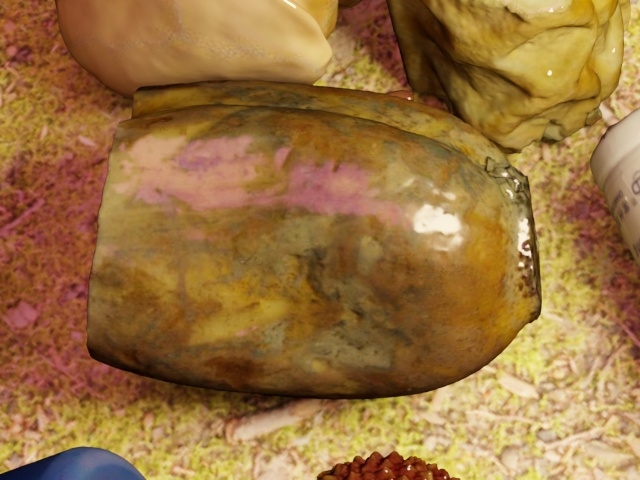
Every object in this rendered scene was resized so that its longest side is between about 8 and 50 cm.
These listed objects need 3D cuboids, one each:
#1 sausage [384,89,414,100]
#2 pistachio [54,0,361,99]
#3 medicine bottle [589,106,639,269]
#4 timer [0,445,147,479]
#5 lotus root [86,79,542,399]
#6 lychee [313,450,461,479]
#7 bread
[{"bbox_3d":[0.024,-0.105,1.686,0.116,0.026,0.026,-15,67,-1],"label":"sausage"},{"bbox_3d":[-0.095,-0.222,1.634,0.321,0.238,0.229,11,71,45],"label":"pistachio"},{"bbox_3d":[0.356,0.042,1.495,0.190,0.190,0.332,-23,71,-4],"label":"medicine bottle"},{"bbox_3d":[-0.306,0.313,1.450,0.383,0.270,0.270,-12,66,16],"label":"timer"},{"bbox_3d":[0.000,0.000,1.533,0.346,0.250,0.250,3,68,7],"label":"lotus root"},{"bbox_3d":[0.048,0.243,1.464,0.188,0.188,0.188,-2,68,5],"label":"lychee"},{"bbox_3d":[0.154,-0.216,1.598,0.196,0.252,0.239,9,72,11],"label":"bread"}]
